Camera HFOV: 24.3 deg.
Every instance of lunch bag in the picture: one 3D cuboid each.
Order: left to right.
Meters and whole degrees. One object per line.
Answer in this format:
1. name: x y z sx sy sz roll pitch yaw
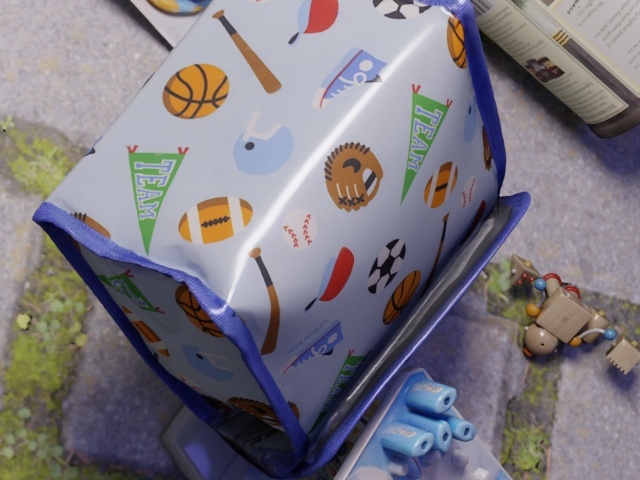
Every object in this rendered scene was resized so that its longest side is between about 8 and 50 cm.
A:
1. lunch bag: 0.000 0.000 1.232 0.239 0.385 0.328 30 70 27

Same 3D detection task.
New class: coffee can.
1. coffee can: 0.252 -0.267 1.507 0.275 0.201 0.201 40 69 -11

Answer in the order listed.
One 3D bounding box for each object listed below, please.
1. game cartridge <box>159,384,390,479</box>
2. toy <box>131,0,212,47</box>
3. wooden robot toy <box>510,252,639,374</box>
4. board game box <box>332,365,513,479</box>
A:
1. game cartridge: 0.006 0.217 1.407 0.297 0.062 0.198 39 65 -11
2. toy: -0.140 -0.285 1.403 0.237 0.056 0.137 45 68 -26
3. wooden robot toy: 0.243 0.089 1.529 0.173 0.076 0.079 35 105 -13
4. board game box: 0.084 0.372 1.307 0.390 0.050 0.390 -57 134 -20
